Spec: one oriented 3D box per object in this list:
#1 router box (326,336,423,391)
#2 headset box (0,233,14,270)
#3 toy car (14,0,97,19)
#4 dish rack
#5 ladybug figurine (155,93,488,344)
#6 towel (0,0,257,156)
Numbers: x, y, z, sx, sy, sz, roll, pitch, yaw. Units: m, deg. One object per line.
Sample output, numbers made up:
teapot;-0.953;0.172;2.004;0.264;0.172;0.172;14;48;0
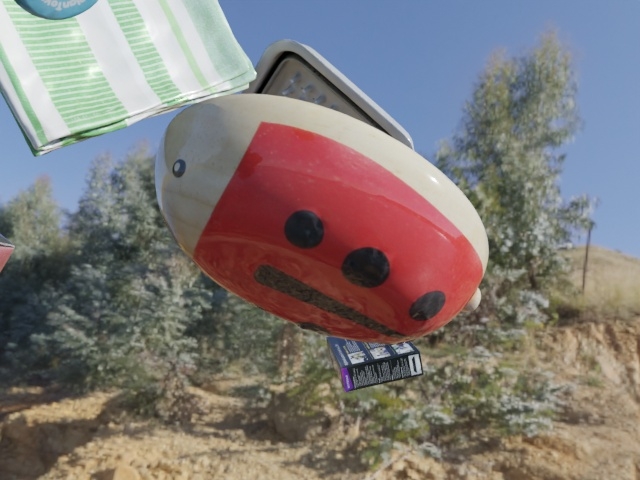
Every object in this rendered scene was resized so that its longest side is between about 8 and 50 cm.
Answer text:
router box;0.088;0.198;1.034;0.133;0.046;0.179;-11;8;-5
headset box;-0.402;0.038;0.461;0.218;0.293;0.110;35;4;16
toy car;-0.306;-0.179;0.410;0.210;0.219;0.238;-20;-28;-56
dish rack;-0.021;-0.131;0.966;0.285;0.072;0.333;42;-48;1
ladybug figurine;0.000;0.000;0.727;0.450;0.161;0.305;23;-40;-7
towel;-0.260;-0.267;0.753;0.325;0.247;0.038;-31;6;-35
